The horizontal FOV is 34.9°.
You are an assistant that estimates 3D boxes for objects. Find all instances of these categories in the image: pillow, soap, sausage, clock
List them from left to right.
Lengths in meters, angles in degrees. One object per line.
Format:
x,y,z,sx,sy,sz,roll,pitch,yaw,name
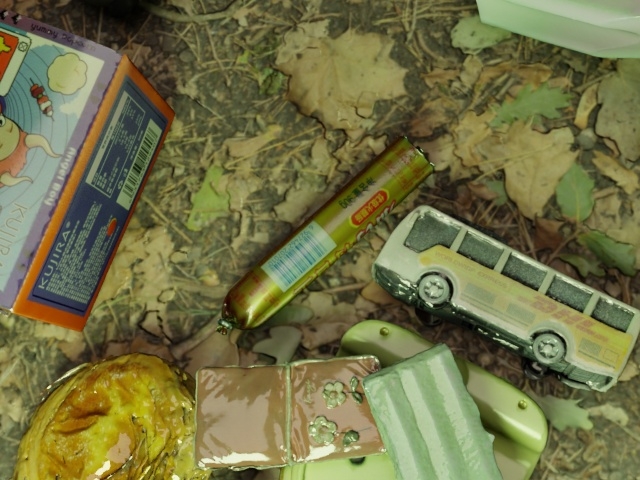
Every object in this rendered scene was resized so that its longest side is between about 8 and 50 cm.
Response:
-0.037,0.205,1.211,0.232,0.043,0.126,-5,71,0,pillow
0.000,0.000,1.377,0.371,0.082,0.082,-42,75,-8,sausage
0.092,0.298,1.256,0.286,0.117,0.348,27,76,12,clock
0.384,-0.365,1.386,0.347,0.115,0.208,26,78,33,soap

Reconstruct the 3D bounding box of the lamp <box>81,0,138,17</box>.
-0.327,-0.450,1.493,0.244,0.198,0.198,33,77,29,lamp

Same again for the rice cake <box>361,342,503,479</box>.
0.137,0.245,1.171,0.127,0.043,0.237,-18,79,-15,rice cake

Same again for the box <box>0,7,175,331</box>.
-0.420,-0.101,1.327,0.318,0.257,0.349,22,83,9,box

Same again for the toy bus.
0.239,0.077,1.324,0.342,0.097,0.138,28,75,11,toy bus

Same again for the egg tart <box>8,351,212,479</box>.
-0.253,0.286,1.289,0.297,0.132,0.297,-7,65,15,egg tart
